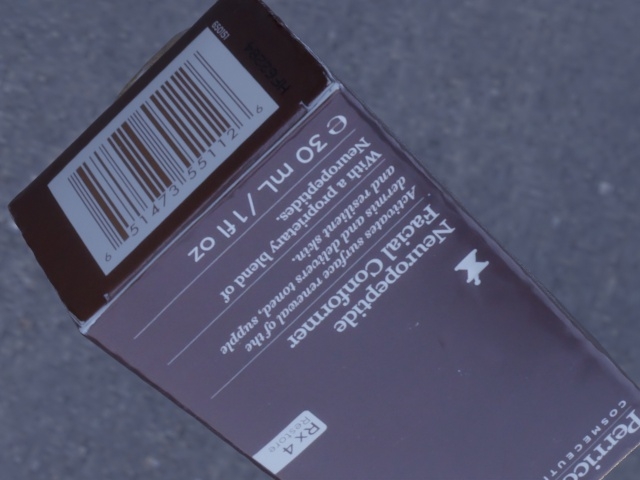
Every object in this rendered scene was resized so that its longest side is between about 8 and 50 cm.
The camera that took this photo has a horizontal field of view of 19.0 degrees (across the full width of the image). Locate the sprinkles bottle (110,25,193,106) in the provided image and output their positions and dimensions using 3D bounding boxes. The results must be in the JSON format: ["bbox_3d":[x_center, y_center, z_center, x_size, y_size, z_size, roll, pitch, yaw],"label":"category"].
[{"bbox_3d":[0.000,0.000,1.411,0.355,0.121,0.121,42,67,-16],"label":"sprinkles bottle"}]

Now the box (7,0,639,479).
[{"bbox_3d":[0.020,0.048,1.127,0.191,0.143,0.381,-44,132,5],"label":"box"}]
